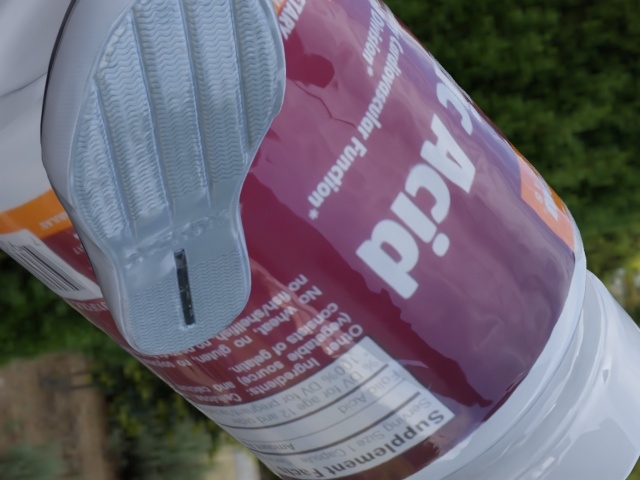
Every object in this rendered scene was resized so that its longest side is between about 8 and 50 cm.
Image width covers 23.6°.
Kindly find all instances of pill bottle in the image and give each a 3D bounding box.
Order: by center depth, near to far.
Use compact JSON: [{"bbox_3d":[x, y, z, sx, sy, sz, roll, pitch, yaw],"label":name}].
[{"bbox_3d":[0.000,0.000,0.822,0.392,0.224,0.224,43,31,-30],"label":"pill bottle"}]

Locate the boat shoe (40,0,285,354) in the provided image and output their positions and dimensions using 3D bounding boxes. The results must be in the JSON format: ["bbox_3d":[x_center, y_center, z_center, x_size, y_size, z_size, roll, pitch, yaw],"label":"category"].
[{"bbox_3d":[-0.067,-0.040,0.540,0.076,0.083,0.226,58,-23,26],"label":"boat shoe"}]
